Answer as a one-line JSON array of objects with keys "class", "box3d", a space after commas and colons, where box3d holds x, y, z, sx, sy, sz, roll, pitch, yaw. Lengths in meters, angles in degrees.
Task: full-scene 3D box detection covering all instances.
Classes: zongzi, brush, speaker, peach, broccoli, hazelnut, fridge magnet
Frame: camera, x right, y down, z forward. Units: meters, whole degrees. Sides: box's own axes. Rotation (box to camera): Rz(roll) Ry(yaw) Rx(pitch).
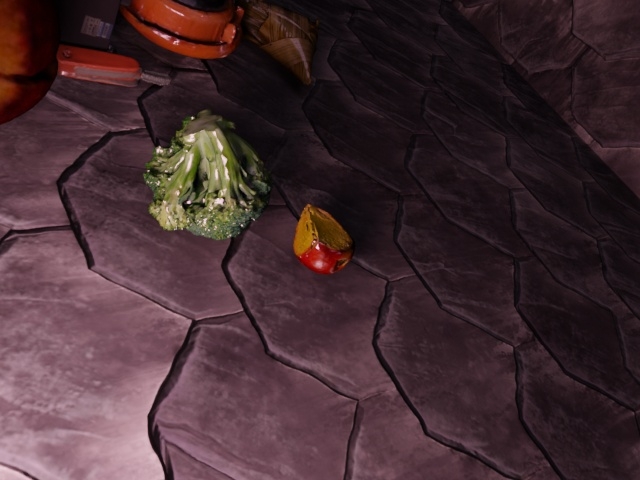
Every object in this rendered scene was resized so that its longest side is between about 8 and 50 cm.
[{"class": "zongzi", "box3d": [-0.141, -0.589, 1.800, 0.286, 0.134, 0.288, 13, 51, -15]}, {"class": "brush", "box3d": [-0.507, -0.409, 1.414, 0.323, 0.051, 0.070, 1, 47, -34]}, {"class": "speaker", "box3d": [-0.603, -0.578, 1.419, 0.254, 0.184, 0.232, 5, 47, -34]}, {"class": "peach", "box3d": [-0.004, 0.005, 1.316, 0.127, 0.092, 0.172, 1, 38, -40]}, {"class": "broccoli", "box3d": [-0.222, -0.131, 1.196, 0.265, 0.245, 0.294, -25, 41, -27]}, {"class": "hazelnut", "box3d": [-0.676, -0.388, 1.029, 0.429, 0.402, 0.402, -13, 58, -29]}, {"class": "fridge magnet", "box3d": [-0.381, -0.637, 1.648, 0.364, 0.155, 0.363, 20, 41, -18]}]
